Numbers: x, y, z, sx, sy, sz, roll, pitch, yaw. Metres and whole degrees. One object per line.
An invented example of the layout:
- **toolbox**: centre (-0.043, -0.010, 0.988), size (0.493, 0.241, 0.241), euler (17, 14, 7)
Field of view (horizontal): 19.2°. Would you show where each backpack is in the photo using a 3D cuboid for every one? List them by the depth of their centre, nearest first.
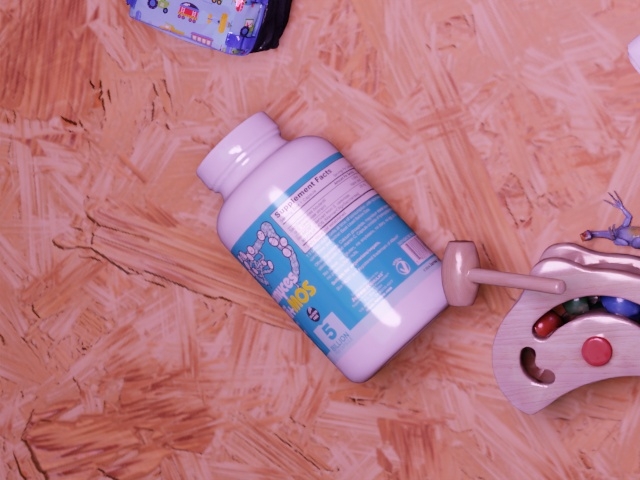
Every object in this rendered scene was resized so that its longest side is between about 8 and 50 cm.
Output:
- **backpack**: centre (-0.093, -0.280, 1.822), size (0.158, 0.117, 0.173), euler (26, 110, 14)

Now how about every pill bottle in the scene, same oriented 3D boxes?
- **pill bottle**: centre (0.000, 0.000, 1.841), size (0.264, 0.146, 0.146), euler (47, 116, 6)

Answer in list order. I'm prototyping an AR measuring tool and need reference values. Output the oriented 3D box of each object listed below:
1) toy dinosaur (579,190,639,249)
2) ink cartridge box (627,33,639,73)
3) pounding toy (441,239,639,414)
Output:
- **toy dinosaur**: centre (0.288, 0.000, 1.779), size (0.082, 0.047, 0.090), euler (-20, 107, 45)
- **ink cartridge box**: centre (0.433, -0.176, 1.625), size (0.273, 0.114, 0.197), euler (-37, 88, 27)
- **pounding toy**: centre (0.236, 0.095, 1.749), size (0.270, 0.155, 0.154), euler (10, 105, 13)
